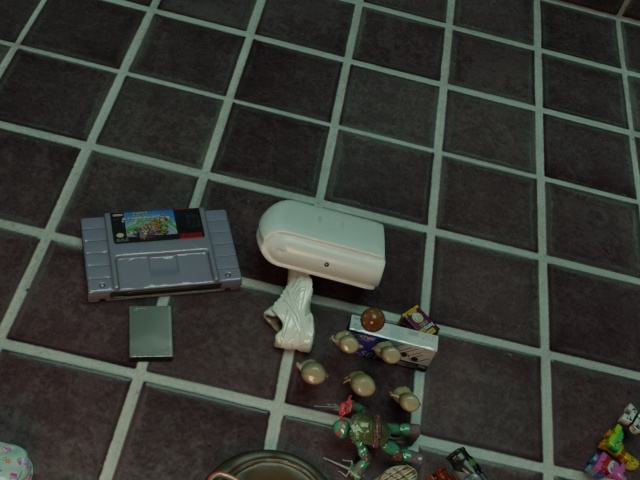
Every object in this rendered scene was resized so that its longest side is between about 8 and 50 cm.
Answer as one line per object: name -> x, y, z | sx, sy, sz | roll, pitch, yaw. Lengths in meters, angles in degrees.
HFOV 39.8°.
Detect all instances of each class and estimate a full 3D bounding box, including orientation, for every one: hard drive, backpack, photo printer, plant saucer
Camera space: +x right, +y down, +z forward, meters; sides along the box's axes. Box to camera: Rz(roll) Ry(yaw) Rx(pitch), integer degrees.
hard drive -> -0.379, 0.207, 1.971 | 0.094, 0.022, 0.135 | 1, 51, -14
backpack -> -0.634, 0.440, 1.655 | 0.182, 0.115, 0.152 | 15, 47, -5
photo printer -> 0.000, 0.000, 2.127 | 0.307, 0.107, 0.256 | 15, 21, -2
plant saucer -> -0.098, 0.548, 1.748 | 0.310, 0.050, 0.311 | 7, 51, -8

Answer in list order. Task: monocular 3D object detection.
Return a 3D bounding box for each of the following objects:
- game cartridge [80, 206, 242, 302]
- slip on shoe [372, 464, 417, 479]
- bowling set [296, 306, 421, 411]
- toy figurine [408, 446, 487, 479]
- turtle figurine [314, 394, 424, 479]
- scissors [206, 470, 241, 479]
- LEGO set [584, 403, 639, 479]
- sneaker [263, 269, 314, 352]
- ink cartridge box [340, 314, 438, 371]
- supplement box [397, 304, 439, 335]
game cartridge -> -0.380, 0.027, 2.096 | 0.355, 0.068, 0.230 | -5, 57, -18
slip on shoe -> 0.136, 0.508, 1.823 | 0.135, 0.041, 0.051 | -26, 61, -13
bowling set -> 0.107, 0.248, 1.937 | 0.287, 0.154, 0.200 | 20, 87, -3
toy figurine -> 0.239, 0.531, 1.742 | 0.213, 0.209, 0.148 | -23, 66, -28
turtle figurine -> 0.100, 0.417, 1.865 | 0.234, 0.118, 0.175 | 16, 60, -14
scissors -> -0.104, 0.550, 1.698 | 0.297, 0.021, 0.109 | 28, 49, 11
LEGO set -> 0.673, 0.481, 1.978 | 0.093, 0.087, 0.227 | 38, 46, 13
sneaker -> -0.075, 0.151, 2.053 | 0.115, 0.090, 0.232 | 2, 50, -8
ink cartridge box -> 0.158, 0.237, 2.033 | 0.207, 0.097, 0.046 | 15, 50, -3
supplement box -> 0.234, 0.205, 2.114 | 0.055, 0.043, 0.083 | -29, 64, -33
